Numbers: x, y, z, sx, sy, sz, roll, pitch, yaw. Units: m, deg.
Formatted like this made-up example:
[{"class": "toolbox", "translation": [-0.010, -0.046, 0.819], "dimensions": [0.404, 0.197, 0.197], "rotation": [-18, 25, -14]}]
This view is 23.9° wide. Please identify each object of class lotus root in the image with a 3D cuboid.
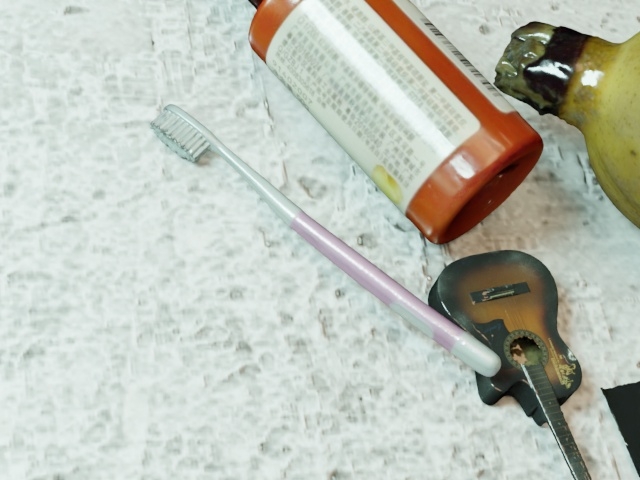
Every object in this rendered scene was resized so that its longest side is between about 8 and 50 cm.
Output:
[{"class": "lotus root", "translation": [0.272, -0.075, 1.049], "dimensions": [0.310, 0.183, 0.183], "rotation": [24, 53, -1]}]

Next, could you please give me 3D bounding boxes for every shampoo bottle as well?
[{"class": "shampoo bottle", "translation": [0.025, -0.130, 1.042], "dimensions": [0.104, 0.104, 0.278], "rotation": [-32, 73, -33]}]

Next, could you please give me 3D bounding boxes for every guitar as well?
[{"class": "guitar", "translation": [0.145, 0.109, 0.977], "dimensions": [0.088, 0.025, 0.233], "rotation": [-10, 63, -24]}]

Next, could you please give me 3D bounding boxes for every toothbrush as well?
[{"class": "toothbrush", "translation": [0.000, 0.000, 0.988], "dimensions": [0.286, 0.020, 0.025], "rotation": [37, 62, 13]}]

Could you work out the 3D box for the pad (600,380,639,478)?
[{"class": "pad", "translation": [0.351, 0.237, 0.979], "dimensions": [0.247, 0.007, 0.367], "rotation": [-7, 61, -24]}]
